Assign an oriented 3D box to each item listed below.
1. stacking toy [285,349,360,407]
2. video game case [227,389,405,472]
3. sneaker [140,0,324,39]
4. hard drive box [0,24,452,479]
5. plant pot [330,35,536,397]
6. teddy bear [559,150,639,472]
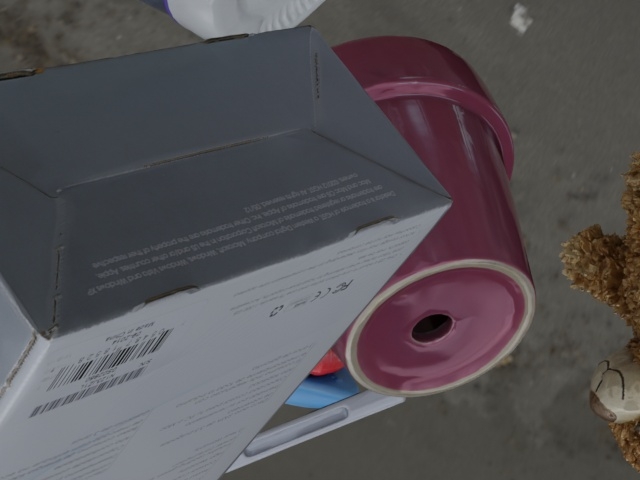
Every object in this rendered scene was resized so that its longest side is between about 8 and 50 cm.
[{"bbox_3d":[0.000,0.000,1.524,0.175,0.166,0.302,16,110,-26],"label":"stacking toy"},{"bbox_3d":[-0.028,0.164,1.285,0.183,0.201,0.023,-21,83,-8],"label":"video game case"},{"bbox_3d":[-0.028,-0.261,0.807,0.236,0.323,0.130,38,164,29],"label":"sneaker"},{"bbox_3d":[-0.092,0.045,0.527,0.089,0.181,0.232,52,130,18],"label":"hard drive box"},{"bbox_3d":[0.051,-0.004,1.008,0.201,0.180,0.201,-13,137,-12],"label":"plant pot"},{"bbox_3d":[0.271,0.016,1.119,0.245,0.113,0.338,45,122,44],"label":"teddy bear"}]
